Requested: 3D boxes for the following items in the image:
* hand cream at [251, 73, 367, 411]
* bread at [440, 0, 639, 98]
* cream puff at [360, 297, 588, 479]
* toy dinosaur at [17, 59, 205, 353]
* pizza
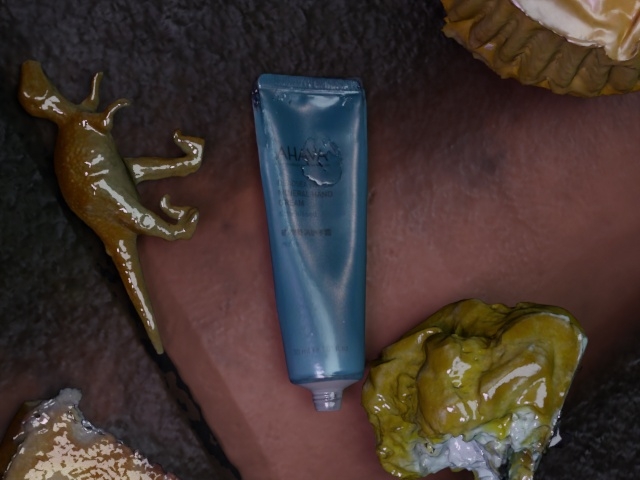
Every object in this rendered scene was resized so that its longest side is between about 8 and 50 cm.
[{"bbox_3d":[0.000,0.000,0.842,0.083,0.048,0.224,-2,83,-23],"label":"hand cream"},{"bbox_3d":[0.190,-0.216,0.864,0.240,0.139,0.240,0,89,0],"label":"bread"},{"bbox_3d":[0.099,0.096,0.834,0.156,0.156,0.121,18,65,-24],"label":"cream puff"},{"bbox_3d":[-0.138,-0.022,0.780,0.126,0.039,0.162,14,86,-14],"label":"toy dinosaur"},{"bbox_3d":[-0.112,0.189,0.769,0.195,0.052,0.185,11,75,-20],"label":"pizza"}]
